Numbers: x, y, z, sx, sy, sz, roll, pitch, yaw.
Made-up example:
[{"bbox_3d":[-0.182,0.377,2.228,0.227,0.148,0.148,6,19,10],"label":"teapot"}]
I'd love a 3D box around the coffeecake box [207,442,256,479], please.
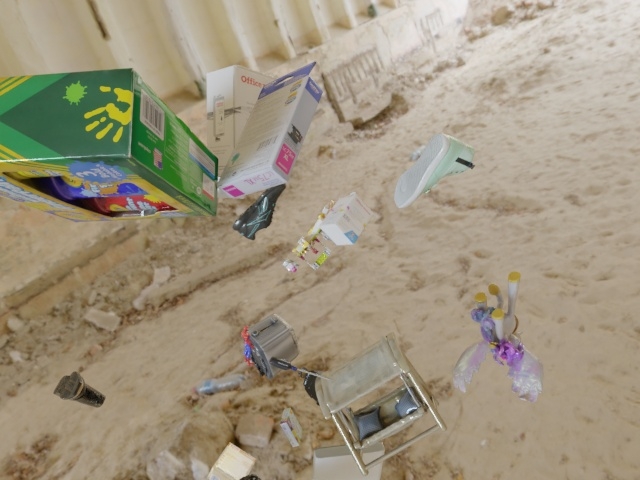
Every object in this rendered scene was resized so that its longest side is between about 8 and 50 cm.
[{"bbox_3d":[-0.368,0.956,2.030,0.068,0.142,0.185,-62,-6,11],"label":"coffeecake box"}]

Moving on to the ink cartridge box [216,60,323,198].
[{"bbox_3d":[-0.103,-0.247,1.076,0.185,0.065,0.311,-10,54,42],"label":"ink cartridge box"}]

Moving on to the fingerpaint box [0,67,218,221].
[{"bbox_3d":[-0.456,-0.158,0.994,0.370,0.163,0.445,-2,-10,5],"label":"fingerpaint box"}]

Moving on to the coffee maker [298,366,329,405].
[{"bbox_3d":[0.031,0.583,1.992,0.120,0.178,0.171,-53,47,23],"label":"coffee maker"}]

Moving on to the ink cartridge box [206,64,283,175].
[{"bbox_3d":[-0.205,-0.318,1.358,0.117,0.283,0.207,3,4,36],"label":"ink cartridge box"}]

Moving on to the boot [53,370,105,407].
[{"bbox_3d":[-0.654,0.430,1.362,0.197,0.137,0.077,-13,47,52],"label":"boot"}]

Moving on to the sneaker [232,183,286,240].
[{"bbox_3d":[-0.212,-0.114,1.824,0.267,0.106,0.101,-44,9,13],"label":"sneaker"}]

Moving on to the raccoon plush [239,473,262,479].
[{"bbox_3d":[-0.164,0.811,1.200,0.299,0.447,0.216,-43,37,-23],"label":"raccoon plush"}]

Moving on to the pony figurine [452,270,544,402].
[{"bbox_3d":[0.620,0.339,1.660,0.302,0.364,0.351,5,41,38],"label":"pony figurine"}]

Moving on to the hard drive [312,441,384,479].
[{"bbox_3d":[0.085,0.837,1.653,0.232,0.353,0.047,-2,27,-11],"label":"hard drive"}]

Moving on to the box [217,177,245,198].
[{"bbox_3d":[-0.303,-0.239,1.668,0.130,0.171,0.091,-2,42,-50],"label":"box"}]

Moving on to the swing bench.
[{"bbox_3d":[0.152,0.422,1.284,0.253,0.255,0.165,-34,0,7],"label":"swing bench"}]

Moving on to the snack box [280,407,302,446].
[{"bbox_3d":[-0.132,0.855,2.215,0.037,0.141,0.100,-21,17,13],"label":"snack box"}]

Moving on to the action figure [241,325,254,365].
[{"bbox_3d":[-0.195,0.280,1.299,0.030,0.115,0.038,-15,26,-21],"label":"action figure"}]

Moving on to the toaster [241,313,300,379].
[{"bbox_3d":[-0.160,0.357,1.625,0.146,0.227,0.129,-33,43,-24],"label":"toaster"}]

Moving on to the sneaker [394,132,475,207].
[{"bbox_3d":[0.324,-0.175,1.356,0.256,0.151,0.094,-55,39,39],"label":"sneaker"}]

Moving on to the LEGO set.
[{"bbox_3d":[0.000,0.000,1.636,0.287,0.107,0.132,-51,-5,16],"label":"LEGO set"}]

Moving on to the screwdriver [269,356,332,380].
[{"bbox_3d":[-0.045,0.317,1.170,0.024,0.169,0.025,-51,19,43],"label":"screwdriver"}]

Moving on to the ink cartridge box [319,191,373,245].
[{"bbox_3d":[0.084,-0.068,1.480,0.089,0.092,0.143,-7,42,56],"label":"ink cartridge box"}]
